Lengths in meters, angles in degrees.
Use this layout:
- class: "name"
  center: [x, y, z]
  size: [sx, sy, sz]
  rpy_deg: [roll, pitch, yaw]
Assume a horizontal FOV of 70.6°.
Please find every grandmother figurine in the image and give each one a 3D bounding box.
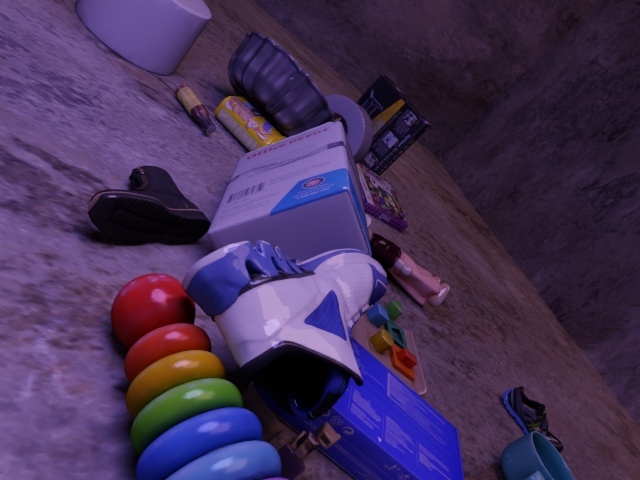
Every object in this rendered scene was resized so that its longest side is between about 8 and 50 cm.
- class: "grandmother figurine"
  center: [0.184, 0.047, 1.182]
  size: [0.342, 0.104, 0.208]
  rpy_deg: [36, -2, -15]

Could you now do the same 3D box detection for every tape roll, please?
- class: "tape roll"
  center: [-0.395, -0.526, 1.025]
  size: [0.246, 0.169, 0.246]
  rpy_deg: [36, 26, -21]
- class: "tape roll"
  center: [0.047, -0.326, 1.379]
  size: [0.219, 0.219, 0.072]
  rpy_deg: [54, 24, 17]

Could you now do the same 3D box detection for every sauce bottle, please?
- class: "sauce bottle"
  center: [-0.276, -0.291, 1.007]
  size: [0.128, 0.042, 0.042]
  rpy_deg: [54, 25, 17]

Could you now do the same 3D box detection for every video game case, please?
- class: "video game case"
  center: [0.192, -0.155, 1.547]
  size: [0.232, 0.041, 0.210]
  rpy_deg: [25, 39, -40]

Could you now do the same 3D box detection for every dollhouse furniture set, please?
- class: "dollhouse furniture set"
  center: [-0.039, 0.218, 0.562]
  size: [0.114, 0.091, 0.081]
  rpy_deg: [49, 8, 14]

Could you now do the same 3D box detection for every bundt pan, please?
- class: "bundt pan"
  center: [-0.118, -0.375, 1.198]
  size: [0.331, 0.124, 0.331]
  rpy_deg: [43, -5, 5]

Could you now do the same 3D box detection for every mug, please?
- class: "mug"
  center: [0.417, 0.459, 0.899]
  size: [0.157, 0.097, 0.130]
  rpy_deg: [34, 27, -25]

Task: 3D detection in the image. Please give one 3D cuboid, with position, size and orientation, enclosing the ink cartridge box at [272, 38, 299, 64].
- class: "ink cartridge box"
  center: [-0.162, -0.601, 1.582]
  size: [0.127, 0.128, 0.176]
  rpy_deg: [37, 24, -19]

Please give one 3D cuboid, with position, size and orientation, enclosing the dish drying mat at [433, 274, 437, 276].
- class: "dish drying mat"
  center: [0.375, 0.133, 1.460]
  size: [0.032, 0.008, 0.083]
  rpy_deg: [48, 23, 2]

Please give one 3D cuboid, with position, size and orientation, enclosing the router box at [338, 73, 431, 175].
- class: "router box"
  center: [0.203, -0.396, 1.637]
  size: [0.243, 0.309, 0.081]
  rpy_deg: [52, 26, 11]

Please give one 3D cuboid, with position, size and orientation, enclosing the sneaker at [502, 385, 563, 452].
- class: "sneaker"
  center: [0.547, 0.456, 1.146]
  size: [0.188, 0.078, 0.067]
  rpy_deg: [52, 24, 12]

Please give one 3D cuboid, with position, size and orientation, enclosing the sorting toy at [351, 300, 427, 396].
- class: "sorting toy"
  center: [0.138, 0.198, 0.913]
  size: [0.196, 0.047, 0.348]
  rpy_deg: [36, 26, -22]

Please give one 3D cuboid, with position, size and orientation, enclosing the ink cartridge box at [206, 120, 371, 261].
- class: "ink cartridge box"
  center: [-0.043, -0.073, 0.792]
  size: [0.308, 0.222, 0.129]
  rpy_deg: [-89, 159, -58]

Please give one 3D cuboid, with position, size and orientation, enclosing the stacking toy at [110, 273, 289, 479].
- class: "stacking toy"
  center: [-0.126, 0.162, 0.435]
  size: [0.141, 0.141, 0.330]
  rpy_deg: [16, 34, -49]

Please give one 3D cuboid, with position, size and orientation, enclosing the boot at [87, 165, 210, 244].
- class: "boot"
  center: [-0.264, -0.065, 0.647]
  size: [0.137, 0.077, 0.198]
  rpy_deg: [50, 10, 20]

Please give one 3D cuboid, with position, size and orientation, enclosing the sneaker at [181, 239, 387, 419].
- class: "sneaker"
  center: [-0.009, 0.112, 0.550]
  size: [0.315, 0.127, 0.182]
  rpy_deg: [6, 52, -55]

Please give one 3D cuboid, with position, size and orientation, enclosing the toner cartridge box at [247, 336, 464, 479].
- class: "toner cartridge box"
  center: [0.066, 0.254, 0.668]
  size: [0.347, 0.075, 0.165]
  rpy_deg: [42, 23, -9]

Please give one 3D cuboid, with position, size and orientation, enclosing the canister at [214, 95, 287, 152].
- class: "canister"
  center: [-0.168, -0.275, 1.126]
  size: [0.170, 0.073, 0.126]
  rpy_deg: [46, 23, 2]
